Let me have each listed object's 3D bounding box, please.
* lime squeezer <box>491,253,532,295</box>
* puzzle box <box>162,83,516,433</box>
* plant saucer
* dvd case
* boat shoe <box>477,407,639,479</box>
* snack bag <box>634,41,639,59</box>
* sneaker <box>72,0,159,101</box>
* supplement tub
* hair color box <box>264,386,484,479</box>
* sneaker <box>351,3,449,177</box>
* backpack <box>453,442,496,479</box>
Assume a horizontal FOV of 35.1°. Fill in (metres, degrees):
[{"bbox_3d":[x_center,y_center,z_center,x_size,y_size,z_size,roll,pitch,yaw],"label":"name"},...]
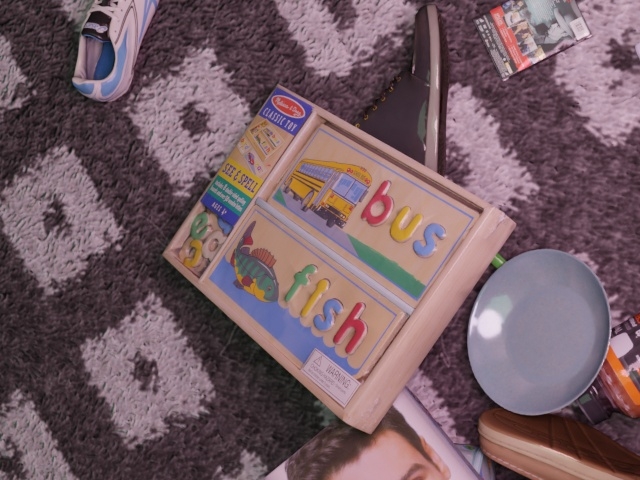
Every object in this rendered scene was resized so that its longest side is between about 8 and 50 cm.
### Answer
[{"bbox_3d":[0.119,-0.015,1.267,0.310,0.059,0.110,10,123,14],"label":"lime squeezer"},{"bbox_3d":[0.000,0.000,1.169,0.409,0.052,0.272,35,91,45],"label":"puzzle box"},{"bbox_3d":[0.259,0.108,1.178,0.195,0.037,0.195,-18,63,40],"label":"plant saucer"},{"bbox_3d":[0.259,-0.260,1.238,0.119,0.013,0.087,-27,83,15],"label":"dvd case"},{"bbox_3d":[0.328,0.295,1.148,0.341,0.121,0.110,23,104,3],"label":"boat shoe"},{"bbox_3d":[0.513,-0.134,1.016,0.342,0.037,0.323,-23,89,40],"label":"snack bag"},{"bbox_3d":[-0.273,-0.303,1.350,0.085,0.086,0.237,14,93,17],"label":"sneaker"},{"bbox_3d":[0.381,0.134,1.158,0.198,0.106,0.106,-32,82,13],"label":"supplement tub"},{"bbox_3d":[0.126,0.342,1.039,0.185,0.113,0.374,-40,60,1],"label":"hair color box"},{"bbox_3d":[0.094,-0.180,1.248,0.118,0.083,0.222,3,92,16],"label":"sneaker"},{"bbox_3d":[0.164,0.331,1.189,0.144,0.166,0.188,-3,76,18],"label":"backpack"}]
